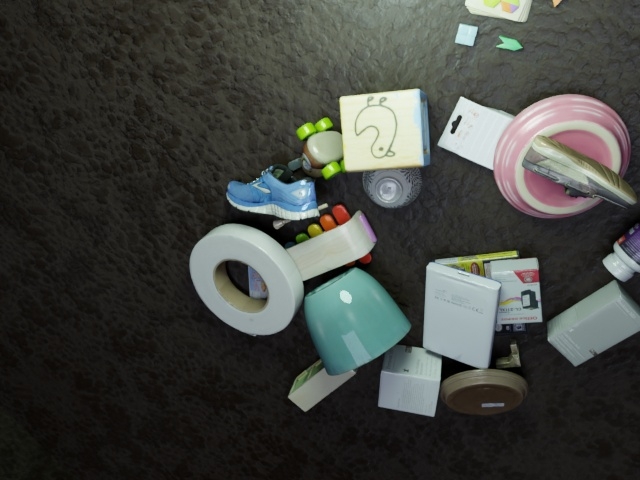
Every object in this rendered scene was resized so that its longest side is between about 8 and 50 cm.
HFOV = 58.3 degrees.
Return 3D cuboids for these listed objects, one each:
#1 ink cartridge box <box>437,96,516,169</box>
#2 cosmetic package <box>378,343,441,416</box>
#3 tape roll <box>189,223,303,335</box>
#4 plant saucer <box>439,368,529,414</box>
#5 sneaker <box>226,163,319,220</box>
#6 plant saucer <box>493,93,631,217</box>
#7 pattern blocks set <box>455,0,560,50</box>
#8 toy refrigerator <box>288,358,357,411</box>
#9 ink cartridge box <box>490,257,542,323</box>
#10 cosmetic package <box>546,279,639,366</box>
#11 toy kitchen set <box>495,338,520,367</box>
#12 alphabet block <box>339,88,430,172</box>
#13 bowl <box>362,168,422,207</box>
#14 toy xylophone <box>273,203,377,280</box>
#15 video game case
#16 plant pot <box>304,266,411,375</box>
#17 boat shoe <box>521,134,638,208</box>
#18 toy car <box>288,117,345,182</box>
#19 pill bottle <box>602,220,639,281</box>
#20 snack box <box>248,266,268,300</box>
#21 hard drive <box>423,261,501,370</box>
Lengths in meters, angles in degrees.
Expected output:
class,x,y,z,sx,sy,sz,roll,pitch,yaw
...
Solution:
class,x,y,z,sx,sy,sz,roll,pitch,yaw
ink cartridge box,0.420,-0.280,1.505,0.179,0.045,0.146,26,120,7
cosmetic package,0.287,0.444,1.841,0.183,0.151,0.152,8,118,10
tape roll,-0.237,0.131,1.823,0.391,0.072,0.392,14,127,20
plant saucer,0.512,0.484,1.801,0.277,0.041,0.278,2,140,2
sneaker,-0.137,-0.149,1.652,0.329,0.129,0.147,10,102,35
plant saucer,0.611,-0.194,1.443,0.331,0.084,0.332,2,120,4
pattern blocks set,0.436,-0.613,1.336,0.285,0.026,0.325,6,118,12
toy refrigerator,0.010,0.459,1.952,0.094,0.102,0.269,41,120,-8
ink cartridge box,0.555,0.145,1.621,0.127,0.072,0.175,-6,115,18
cosmetic package,0.782,0.237,1.632,0.127,0.107,0.238,43,122,-5
toy kitchen set,0.575,0.359,1.768,0.075,0.068,0.083,-10,113,19
alphabet block,0.170,-0.276,1.462,0.197,0.193,0.193,-3,97,16
bowl,0.195,-0.153,1.604,0.170,0.080,0.170,6,117,13
toy xylophone,0.000,0.000,1.732,0.322,0.081,0.236,-15,112,21
video game case,0.480,0.168,1.717,0.248,0.035,0.275,-7,115,18
plant pot,0.088,0.223,1.717,0.293,0.293,0.235,-29,91,26
boat shoe,0.614,-0.149,1.367,0.285,0.103,0.092,27,125,-5
toy car,-0.020,-0.220,1.603,0.188,0.149,0.155,-37,83,44
pill bottle,0.843,0.016,1.499,0.108,0.108,0.193,36,119,-4
snack box,-0.203,0.137,1.891,0.064,0.022,0.178,7,118,13
hard drive,0.409,0.225,1.687,0.210,0.040,0.319,17,131,28
